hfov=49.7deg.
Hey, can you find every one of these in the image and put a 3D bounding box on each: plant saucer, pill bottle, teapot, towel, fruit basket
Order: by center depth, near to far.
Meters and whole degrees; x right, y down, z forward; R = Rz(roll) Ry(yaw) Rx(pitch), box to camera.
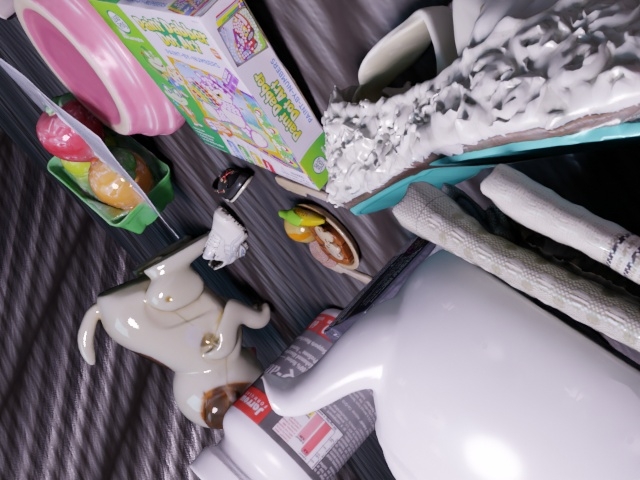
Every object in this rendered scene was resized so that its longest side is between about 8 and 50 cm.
[{"bbox_3d":[0.233,0.054,0.404,0.324,0.056,0.312,30,-172,34],"label":"towel"},{"bbox_3d":[0.136,0.139,0.501,0.256,0.187,0.253,37,-172,39],"label":"teapot"},{"bbox_3d":[-0.347,-0.284,1.051,0.332,0.084,0.332,39,160,17],"label":"plant saucer"},{"bbox_3d":[-0.034,0.310,1.190,0.210,0.363,0.210,39,160,17],"label":"pill bottle"},{"bbox_3d":[-0.415,-0.176,1.276,0.327,0.165,0.353,36,161,25],"label":"fruit basket"}]

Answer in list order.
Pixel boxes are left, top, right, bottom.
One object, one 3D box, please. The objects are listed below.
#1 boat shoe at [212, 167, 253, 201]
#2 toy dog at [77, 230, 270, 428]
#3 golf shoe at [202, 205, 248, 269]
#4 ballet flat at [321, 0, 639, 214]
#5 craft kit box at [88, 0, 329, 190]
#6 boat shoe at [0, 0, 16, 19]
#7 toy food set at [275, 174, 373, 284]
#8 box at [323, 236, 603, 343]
[{"bbox_3d":[-0.139,-0.088,1.072,0.042,0.049,0.133,42,167,-15],"label":"boat shoe"},{"bbox_3d":[-0.287,0.231,1.551,0.407,0.395,0.285,58,150,-10],"label":"toy dog"},{"bbox_3d":[-0.187,0.004,1.311,0.069,0.086,0.176,40,159,20],"label":"golf shoe"},{"bbox_3d":[0.096,-0.099,0.452,0.147,0.147,0.409,50,160,-13],"label":"ballet flat"},{"bbox_3d":[-0.118,-0.183,0.784,0.250,0.061,0.246,26,158,44],"label":"craft kit box"},{"bbox_3d":[-0.522,-0.461,0.975,0.158,0.127,0.340,38,161,3],"label":"boat shoe"},{"bbox_3d":[0.000,0.000,0.979,0.132,0.038,0.192,22,150,50],"label":"toy food set"},{"bbox_3d":[0.158,0.114,0.693,0.247,0.163,0.142,45,158,-1],"label":"box"}]
